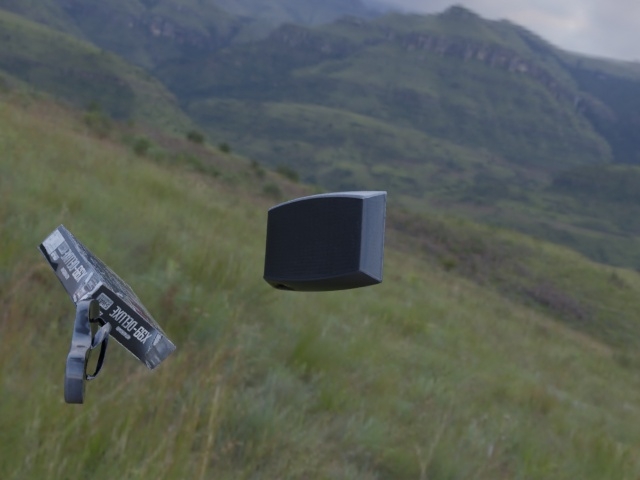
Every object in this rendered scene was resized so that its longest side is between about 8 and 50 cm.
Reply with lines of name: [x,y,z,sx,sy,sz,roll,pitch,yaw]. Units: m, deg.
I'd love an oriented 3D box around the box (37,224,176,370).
box: [-0.459,0.118,2.067,0.242,0.076,0.307,50,-7,-39]

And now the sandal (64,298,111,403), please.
sandal: [-0.343,0.169,1.448,0.055,0.097,0.254,2,23,-9]

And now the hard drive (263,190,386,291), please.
hard drive: [0.000,0.000,1.660,0.255,0.171,0.054,-5,-13,44]
